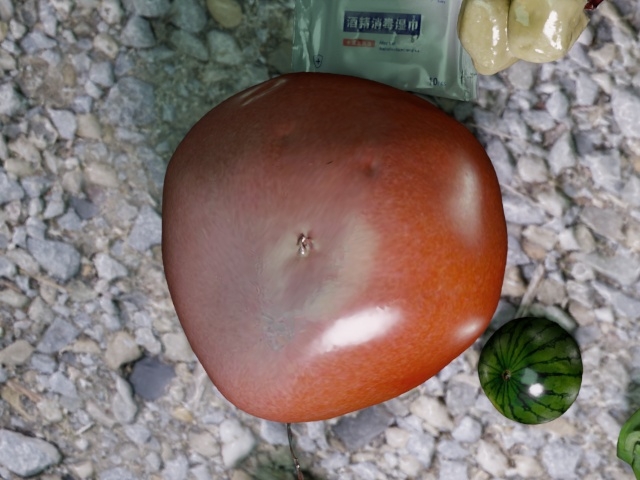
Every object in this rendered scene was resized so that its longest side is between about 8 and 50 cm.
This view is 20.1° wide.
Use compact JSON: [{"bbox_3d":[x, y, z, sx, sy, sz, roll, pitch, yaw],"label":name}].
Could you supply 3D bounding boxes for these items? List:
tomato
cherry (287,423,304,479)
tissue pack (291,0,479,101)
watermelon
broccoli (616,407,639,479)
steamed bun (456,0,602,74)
[{"bbox_3d":[0.000,0.000,1.681,0.341,0.273,0.341,3,99,20],"label":"tomato"},{"bbox_3d":[-0.008,0.258,1.825,0.107,0.090,0.225,15,94,30],"label":"cherry"},{"bbox_3d":[0.063,-0.201,1.761,0.193,0.026,0.123,5,99,20],"label":"tissue pack"},{"bbox_3d":[0.197,0.126,1.738,0.105,0.062,0.105,0,90,25],"label":"watermelon"},{"bbox_3d":[0.371,0.243,1.621,0.269,0.254,0.269,-14,66,33],"label":"broccoli"},{"bbox_3d":[0.204,-0.229,1.623,0.106,0.177,0.192,27,105,21],"label":"steamed bun"}]
